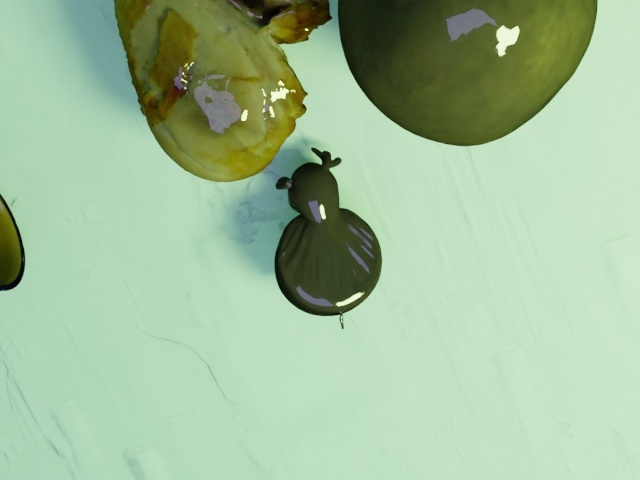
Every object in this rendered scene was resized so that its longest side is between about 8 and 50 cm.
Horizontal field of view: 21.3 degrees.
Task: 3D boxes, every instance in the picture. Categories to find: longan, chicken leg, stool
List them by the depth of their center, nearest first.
[{"bbox_3d":[0.154,-0.244,1.802,0.297,0.297,0.297,1,117,2],"label":"longan"},{"bbox_3d":[-0.128,-0.283,1.893,0.295,0.182,0.409,-35,95,9],"label":"chicken leg"},{"bbox_3d":[0.000,0.000,2.032,0.125,0.121,0.217,-14,88,-8],"label":"stool"}]

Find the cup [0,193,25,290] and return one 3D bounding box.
[{"bbox_3d":[-0.519,-0.004,2.062,0.256,0.255,0.178,-25,151,17],"label":"cup"}]
